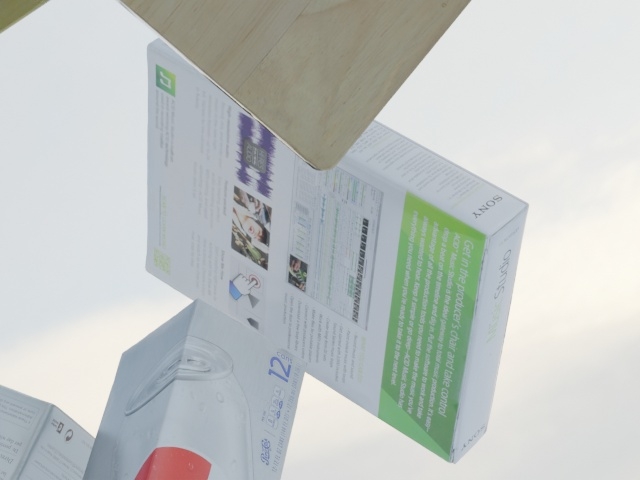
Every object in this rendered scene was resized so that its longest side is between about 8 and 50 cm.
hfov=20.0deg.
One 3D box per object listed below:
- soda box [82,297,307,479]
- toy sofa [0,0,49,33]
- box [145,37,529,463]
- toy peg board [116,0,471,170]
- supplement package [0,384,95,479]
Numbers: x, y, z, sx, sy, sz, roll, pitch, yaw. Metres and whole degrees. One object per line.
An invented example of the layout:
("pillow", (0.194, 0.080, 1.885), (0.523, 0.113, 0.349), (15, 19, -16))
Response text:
("soda box", (-0.094, 0.182, 1.081), (0.091, 0.286, 0.098), (32, -41, -23))
("toy sofa", (-0.283, -0.137, 0.982), (0.150, 0.177, 0.362), (-31, 13, 18))
("box", (0.000, 0.000, 1.367), (0.058, 0.322, 0.232), (-35, -35, -37))
("toy peg board", (-0.013, -0.142, 0.800), (0.161, 0.160, 0.079), (-51, 9, -4))
("supplement package", (-0.234, 0.189, 1.191), (0.179, 0.105, 0.105), (-64, -27, -17))
